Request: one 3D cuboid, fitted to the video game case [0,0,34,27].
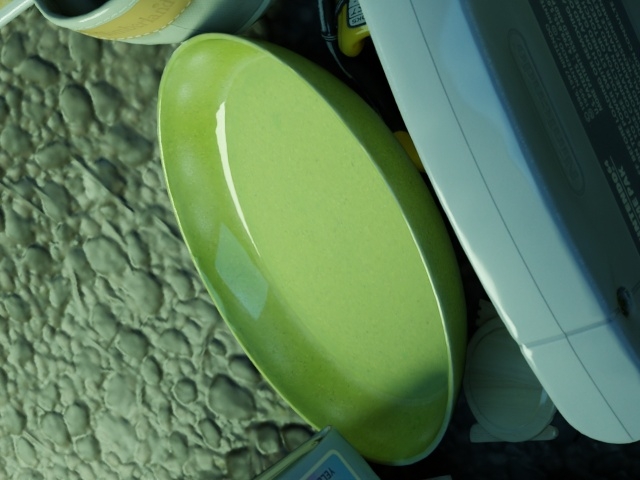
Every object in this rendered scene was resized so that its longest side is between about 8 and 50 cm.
[{"bbox_3d":[-0.218,-0.180,1.055,0.157,0.019,0.143,-30,95,30],"label":"video game case"}]

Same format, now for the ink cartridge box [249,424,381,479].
[{"bbox_3d":[0.033,0.324,1.005,0.395,0.151,0.270,51,144,1],"label":"ink cartridge box"}]

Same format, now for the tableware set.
[{"bbox_3d":[0.075,0.114,0.979,0.141,0.020,0.169,-1,91,47],"label":"tableware set"}]

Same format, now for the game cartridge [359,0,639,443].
[{"bbox_3d":[0.104,-0.067,0.845,0.060,0.196,0.294,-21,99,29],"label":"game cartridge"}]

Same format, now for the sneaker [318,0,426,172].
[{"bbox_3d":[0.038,-0.136,0.910,0.088,0.093,0.225,-21,98,30],"label":"sneaker"}]

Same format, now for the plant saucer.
[{"bbox_3d":[0.000,0.000,0.956,0.241,0.037,0.241,41,147,34],"label":"plant saucer"}]

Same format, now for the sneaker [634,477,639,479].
[{"bbox_3d":[0.169,0.174,0.968,0.234,0.084,0.097,-32,80,41],"label":"sneaker"}]

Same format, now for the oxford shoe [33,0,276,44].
[{"bbox_3d":[-0.161,-0.294,0.924,0.169,0.130,0.449,-26,94,34],"label":"oxford shoe"}]
